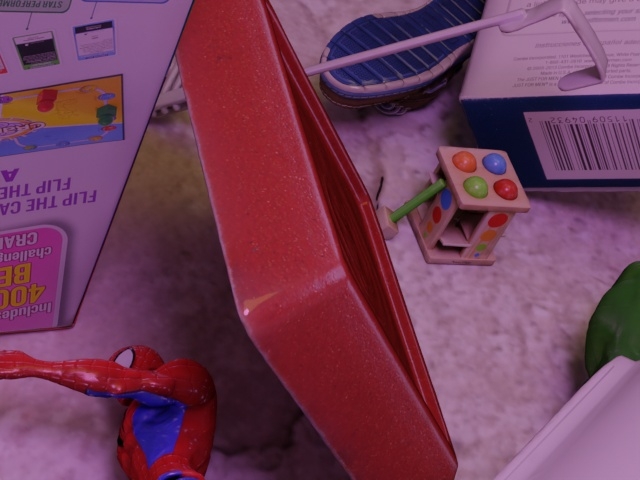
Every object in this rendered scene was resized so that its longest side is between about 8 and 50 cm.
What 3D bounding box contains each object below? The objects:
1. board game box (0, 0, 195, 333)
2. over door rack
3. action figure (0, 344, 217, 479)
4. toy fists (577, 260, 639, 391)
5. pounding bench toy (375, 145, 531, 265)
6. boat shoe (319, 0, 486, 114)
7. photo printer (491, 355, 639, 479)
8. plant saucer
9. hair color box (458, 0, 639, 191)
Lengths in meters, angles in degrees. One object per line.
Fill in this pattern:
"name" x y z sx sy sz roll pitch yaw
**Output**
"board game box" -0.195 -0.071 0.681 0.242 0.316 0.064 -3 50 -31
"over door rack" 0.028 -0.193 0.974 0.324 0.108 0.239 -3 39 19
"action figure" -0.095 0.137 0.681 0.139 0.091 0.280 3 32 -18
"toy fists" 0.284 0.121 0.915 0.279 0.096 0.142 34 52 5
"pounding bench toy" 0.083 -0.025 0.970 0.083 0.065 0.052 2 48 -26
"boat shoe" 0.061 -0.122 1.053 0.183 0.066 0.066 -26 65 -42
"photo printer" 0.073 0.217 0.591 0.107 0.256 0.307 25 37 27
"plant saucer" 0.000 0.000 0.782 0.047 0.259 0.258 -23 51 7
"hair color box" 0.226 -0.199 1.075 0.174 0.105 0.347 1 54 24
